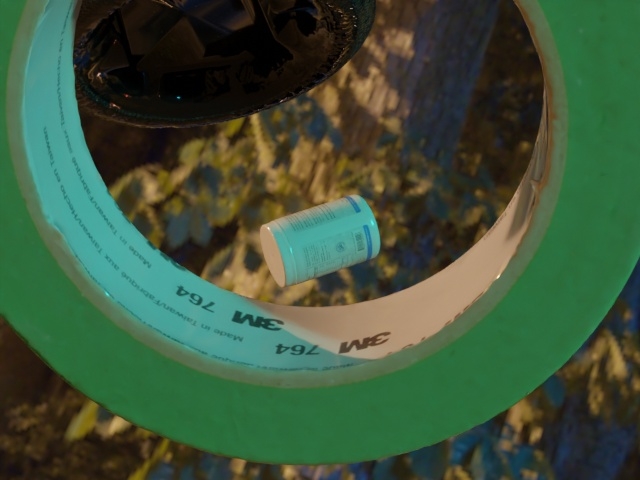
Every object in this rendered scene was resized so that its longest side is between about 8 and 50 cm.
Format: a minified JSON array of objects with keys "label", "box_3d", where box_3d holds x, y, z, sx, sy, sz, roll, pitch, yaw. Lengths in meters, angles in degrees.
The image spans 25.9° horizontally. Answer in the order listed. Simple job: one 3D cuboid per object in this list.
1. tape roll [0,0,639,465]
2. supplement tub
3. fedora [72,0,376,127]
[{"label":"tape roll","box_3d":[-0.012,-0.057,0.616,0.321,0.077,0.321,2,-69,6]},{"label":"supplement tub","box_3d":[0.000,0.000,1.412,0.107,0.071,0.071,-18,-23,-16]},{"label":"fedora","box_3d":[-0.110,-0.227,1.216,0.334,0.152,0.334,-10,-17,-3]}]
